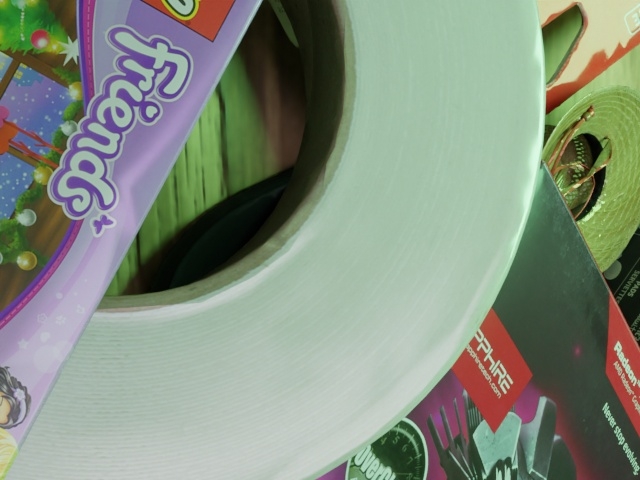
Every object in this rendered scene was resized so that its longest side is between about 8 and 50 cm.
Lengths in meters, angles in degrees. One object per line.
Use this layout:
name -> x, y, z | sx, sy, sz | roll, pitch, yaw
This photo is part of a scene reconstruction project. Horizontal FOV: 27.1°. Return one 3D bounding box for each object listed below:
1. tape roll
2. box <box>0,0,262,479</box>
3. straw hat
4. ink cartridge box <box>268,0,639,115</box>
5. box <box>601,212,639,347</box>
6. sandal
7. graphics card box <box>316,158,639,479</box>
tape roll -> -0.094, -0.072, 0.568 | 0.392, 0.072, 0.392 | 1, 85, -15
box -> -0.167, -0.028, 0.477 | 0.201, 0.057, 0.293 | 29, 79, -10
straw hat -> 0.155, -0.044, 0.861 | 0.144, 0.061, 0.144 | -23, 125, -38
ink cartridge box -> 0.105, -0.188, 0.756 | 0.296, 0.066, 0.261 | -37, 111, -22
box -> 0.295, 0.080, 0.947 | 0.163, 0.142, 0.247 | -53, 125, -11
sandal -> 0.000, -0.001, 0.770 | 0.254, 0.054, 0.097 | -41, 123, -19
graphics card box -> 0.040, 0.156, 0.709 | 0.371, 0.094, 0.232 | -50, 127, -25
